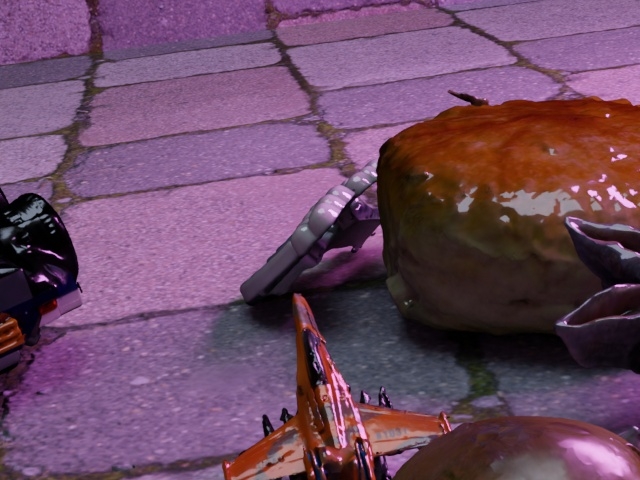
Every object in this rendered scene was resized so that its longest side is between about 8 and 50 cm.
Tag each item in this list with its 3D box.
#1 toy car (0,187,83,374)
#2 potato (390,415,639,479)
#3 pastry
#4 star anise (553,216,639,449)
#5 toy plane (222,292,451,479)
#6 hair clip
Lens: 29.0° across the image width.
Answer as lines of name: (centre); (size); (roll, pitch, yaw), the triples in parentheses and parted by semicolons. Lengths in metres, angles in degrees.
toy car: (-0.304, 0.037, 0.965); (0.193, 0.118, 0.301); (-26, 26, -26)
potato: (0.078, 0.141, 0.505); (0.137, 0.137, 0.176); (6, 25, 34)
pastry: (0.192, -0.027, 0.943); (0.330, 0.136, 0.329); (-5, 19, 2)
star anise: (0.236, 0.055, 0.725); (0.230, 0.081, 0.262); (30, 53, 16)
toy plane: (0.004, 0.102, 0.725); (0.135, 0.062, 0.188); (-12, 32, -5)
hair clip: (0.000, 0.000, 1.005); (0.140, 0.054, 0.220); (-42, -1, 25)
